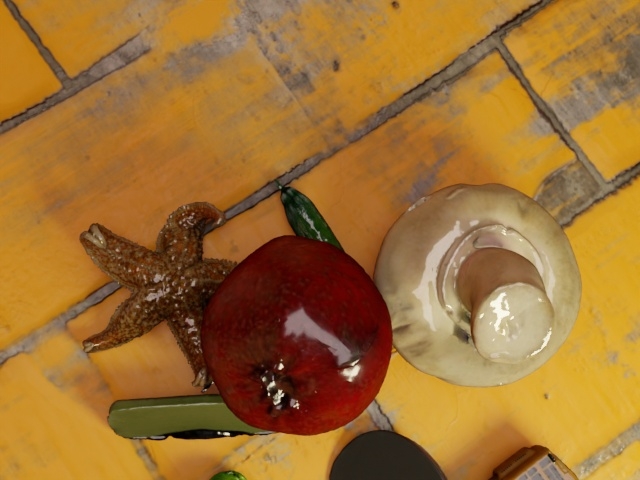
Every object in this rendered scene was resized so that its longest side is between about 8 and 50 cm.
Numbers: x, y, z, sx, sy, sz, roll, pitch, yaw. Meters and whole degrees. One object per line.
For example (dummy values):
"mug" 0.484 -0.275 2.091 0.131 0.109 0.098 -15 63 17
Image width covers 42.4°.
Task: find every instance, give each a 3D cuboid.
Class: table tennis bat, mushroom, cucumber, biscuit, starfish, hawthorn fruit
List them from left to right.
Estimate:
"starfish" -0.228 0.089 1.273 0.312 0.113 0.303 -23 83 -10
"biscuit" -0.159 0.265 1.259 0.323 0.099 0.038 -2 47 -2
"hawthorn fruit" -0.026 0.116 1.165 0.265 0.265 0.307 20 38 0
"cucumber" 0.000 0.000 1.328 0.056 0.056 0.250 -31 85 -8
"table tennis bat" 0.138 0.411 1.222 0.301 0.022 0.173 40 95 27
"mushroom" 0.241 0.091 1.235 0.315 0.315 0.356 -4 46 -4

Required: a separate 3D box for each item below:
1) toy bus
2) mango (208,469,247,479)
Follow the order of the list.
"toy bus" 0.296 0.402 1.256 0.201 0.098 0.114 -36 82 -6
"mango" -0.129 0.434 1.225 0.119 0.100 0.178 -2 68 -40
